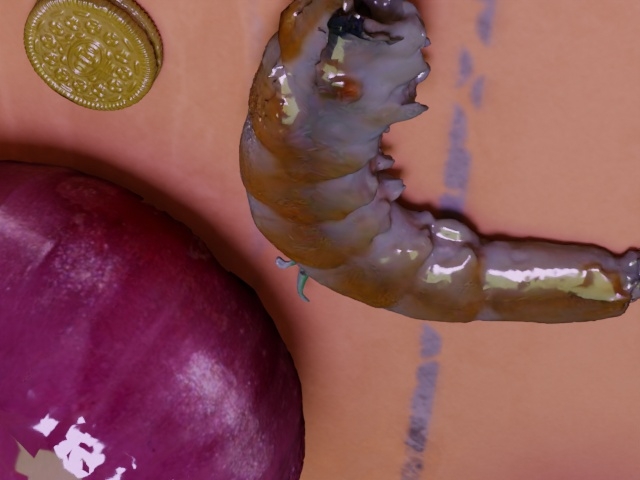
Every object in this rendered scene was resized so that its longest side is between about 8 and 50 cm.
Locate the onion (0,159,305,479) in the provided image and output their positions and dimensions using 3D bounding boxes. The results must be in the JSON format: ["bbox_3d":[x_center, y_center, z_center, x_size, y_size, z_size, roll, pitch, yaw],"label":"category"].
[{"bbox_3d":[-0.194,0.124,0.863,0.358,0.345,0.358,3,99,20],"label":"onion"}]

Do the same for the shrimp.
[{"bbox_3d":[0.055,-0.020,0.773,0.287,0.068,0.185,41,133,-20],"label":"shrimp"}]

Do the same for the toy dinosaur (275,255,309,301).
[{"bbox_3d":[0.000,0.000,0.854,0.062,0.021,0.083,-16,126,19],"label":"toy dinosaur"}]

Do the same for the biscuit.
[{"bbox_3d":[-0.134,-0.113,0.789,0.084,0.023,0.084,12,137,11],"label":"biscuit"}]
